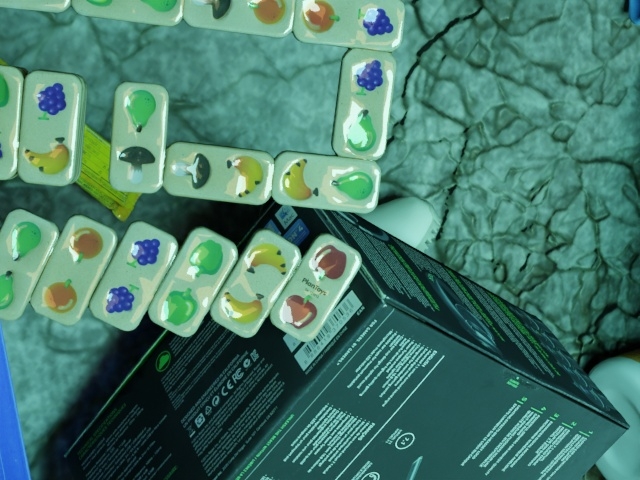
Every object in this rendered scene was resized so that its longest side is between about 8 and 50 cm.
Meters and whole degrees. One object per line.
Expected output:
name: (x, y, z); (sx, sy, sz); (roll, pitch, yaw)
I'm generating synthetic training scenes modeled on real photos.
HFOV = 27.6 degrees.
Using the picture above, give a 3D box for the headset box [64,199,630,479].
headset box: (0.028, 0.134, 0.856); (0.283, 0.131, 0.246); (27, 108, -41)

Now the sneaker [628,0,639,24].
sneaker: (0.234, -0.219, 0.934); (0.059, 0.053, 0.144); (-33, 121, -12)

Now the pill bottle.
pill bottle: (0.335, 0.132, 1.087); (0.216, 0.121, 0.121); (-13, 115, -25)

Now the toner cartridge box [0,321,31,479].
toner cartridge box: (-0.272, 0.041, 0.740); (0.165, 0.075, 0.347); (-14, 115, -23)

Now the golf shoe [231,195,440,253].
golf shoe: (0.000, 0.000, 0.884); (0.176, 0.069, 0.086); (-28, 114, -18)

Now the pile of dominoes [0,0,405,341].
pile of dominoes: (-0.088, -0.044, 0.677); (0.251, 0.040, 0.196); (5, 97, -5)

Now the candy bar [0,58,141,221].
candy bar: (-0.156, -0.062, 0.783); (0.040, 0.018, 0.161); (-52, 136, -2)
